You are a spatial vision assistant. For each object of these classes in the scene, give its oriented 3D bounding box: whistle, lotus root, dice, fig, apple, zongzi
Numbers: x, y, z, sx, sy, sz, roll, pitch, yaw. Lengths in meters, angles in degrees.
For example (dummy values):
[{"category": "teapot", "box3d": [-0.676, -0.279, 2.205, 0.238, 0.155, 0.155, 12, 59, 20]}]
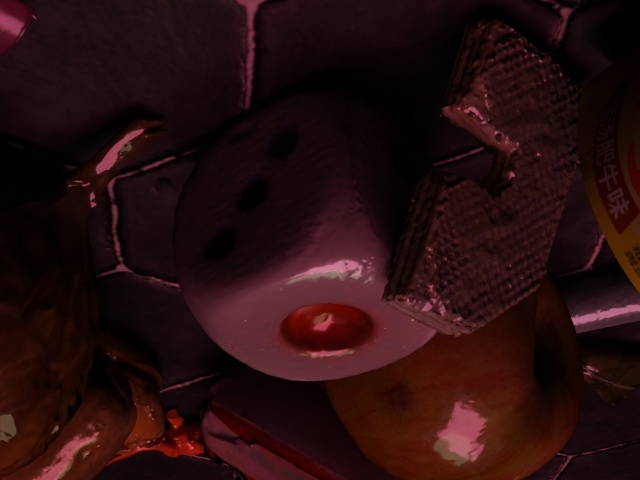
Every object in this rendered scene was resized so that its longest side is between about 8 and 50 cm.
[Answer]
[{"category": "whistle", "box3d": [0.342, 0.061, 1.122, 0.312, 0.062, 0.062, -13, 143, 11]}, {"category": "lotus root", "box3d": [-0.278, 0.204, 1.035, 0.221, 0.118, 0.125, -42, 178, 12]}, {"category": "dice", "box3d": [0.000, 0.000, 0.887, 0.193, 0.192, 0.194, -25, 138, 29]}, {"category": "fig", "box3d": [-0.267, 0.028, 0.883, 0.368, 0.286, 0.286, -36, 140, 1]}, {"category": "apple", "box3d": [0.125, 0.125, 1.028, 0.264, 0.264, 0.264, -3, 144, -2]}, {"category": "zongzi", "box3d": [0.376, 0.144, 1.259, 0.113, 0.052, 0.104, -37, 129, 18]}]

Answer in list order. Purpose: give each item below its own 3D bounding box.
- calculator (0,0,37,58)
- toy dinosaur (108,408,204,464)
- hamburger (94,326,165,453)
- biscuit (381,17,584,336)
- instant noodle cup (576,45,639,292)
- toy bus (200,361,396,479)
[{"category": "calculator", "box3d": [-0.315, -0.152, 0.775, 0.126, 0.034, 0.190, 23, 141, -34]}, {"category": "toy dinosaur", "box3d": [-0.151, 0.255, 1.342, 0.279, 0.055, 0.101, -9, 153, 3]}, {"category": "hamburger", "box3d": [-0.289, 0.186, 1.178, 0.213, 0.108, 0.214, -4, 144, -3]}, {"category": "biscuit", "box3d": [0.139, -0.041, 0.814, 0.147, 0.250, 0.046, 30, 163, -36]}, {"category": "instant noodle cup", "box3d": [0.354, -0.066, 0.769, 0.311, 0.311, 0.221, 25, 144, -35]}, {"category": "toy bus", "box3d": [-0.005, 0.246, 1.182, 0.302, 0.127, 0.147, 26, 147, 26]}]
